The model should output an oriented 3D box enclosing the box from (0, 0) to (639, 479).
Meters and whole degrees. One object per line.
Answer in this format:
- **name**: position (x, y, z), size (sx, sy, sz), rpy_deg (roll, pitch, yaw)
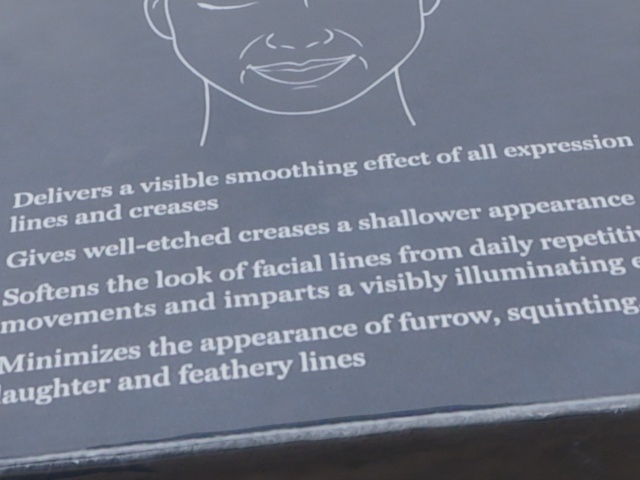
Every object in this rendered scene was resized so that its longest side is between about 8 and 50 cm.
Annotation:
- **box**: position (0.000, 0.000, 0.688), size (0.293, 0.212, 0.395), rpy_deg (-5, 43, 0)
